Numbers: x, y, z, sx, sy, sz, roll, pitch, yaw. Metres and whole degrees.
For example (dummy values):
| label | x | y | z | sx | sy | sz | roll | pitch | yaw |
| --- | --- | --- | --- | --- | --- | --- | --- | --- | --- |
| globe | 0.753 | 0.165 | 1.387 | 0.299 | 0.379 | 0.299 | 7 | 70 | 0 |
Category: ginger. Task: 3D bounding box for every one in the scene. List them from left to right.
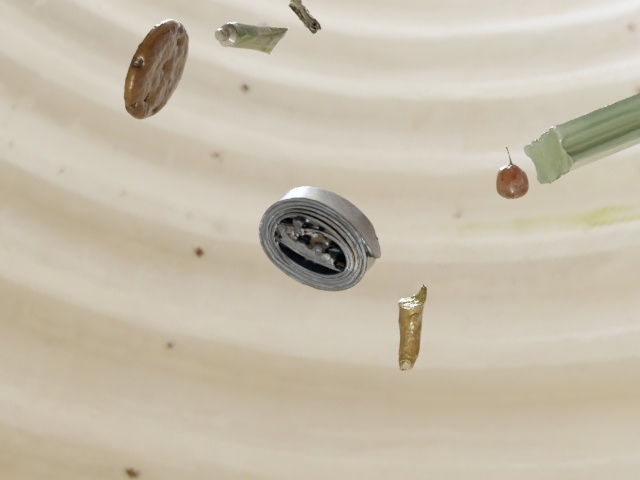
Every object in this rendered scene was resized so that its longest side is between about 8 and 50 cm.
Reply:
| label | x | y | z | sx | sy | sz | roll | pitch | yaw |
| --- | --- | --- | --- | --- | --- | --- | --- | --- | --- |
| ginger | 0.141 | 0.135 | 1.989 | 0.044 | 0.137 | 0.057 | 0 | -169 | -27 |

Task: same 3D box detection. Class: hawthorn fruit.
| label | x | y | z | sx | sy | sz | roll | pitch | yaw |
| --- | --- | --- | --- | --- | --- | --- | --- | --- | --- |
| hawthorn fruit | 0.372 | -0.130 | 2.446 | 0.067 | 0.067 | 0.103 | -11 | -76 | -58 |

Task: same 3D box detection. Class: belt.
| label | x | y | z | sx | sy | sz | roll | pitch | yaw |
| --- | --- | --- | --- | --- | --- | --- | --- | --- | --- |
| belt | 0.000 | 0.000 | 1.981 | 0.190 | 0.141 | 0.082 | 31 | -152 | 6 |

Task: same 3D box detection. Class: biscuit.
| label | x | y | z | sx | sy | sz | roll | pitch | yaw |
| --- | --- | --- | --- | --- | --- | --- | --- | --- | --- |
| biscuit | -0.314 | -0.330 | 2.451 | 0.036 | 0.212 | 0.212 | 26 | -154 | 15 |

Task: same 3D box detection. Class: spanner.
| label | x | y | z | sx | sy | sz | roll | pitch | yaw |
| --- | --- | --- | --- | --- | --- | --- | --- | --- | --- |
| spanner | -0.049 | -0.457 | 2.382 | 0.093 | 0.026 | 0.325 | 51 | -177 | 12 |

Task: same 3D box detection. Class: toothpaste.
| label | x | y | z | sx | sy | sz | roll | pitch | yaw |
| --- | --- | --- | --- | --- | --- | --- | --- | --- | --- |
| toothpaste | -0.149 | -0.431 | 2.687 | 0.047 | 0.078 | 0.248 | 46 | -156 | 18 |

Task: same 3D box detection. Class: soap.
| label | x | y | z | sx | sy | sz | roll | pitch | yaw |
| --- | --- | --- | --- | --- | --- | --- | --- | --- | --- |
| soap | 0.380 | -0.143 | 1.663 | 0.198 | 0.114 | 0.063 | -22 | -95 | -15 |
